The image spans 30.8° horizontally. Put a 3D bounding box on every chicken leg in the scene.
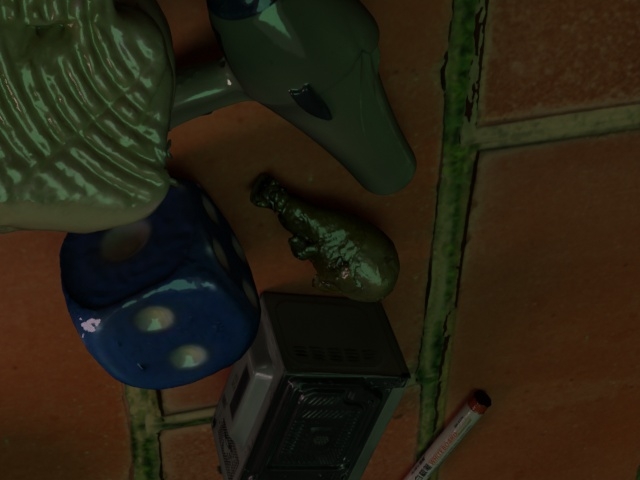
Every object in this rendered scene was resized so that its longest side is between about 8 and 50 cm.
[{"bbox_3d":[0.000,0.000,1.117,0.093,0.070,0.178,-37,124,24],"label":"chicken leg"}]

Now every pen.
[{"bbox_3d":[0.140,0.263,1.422,0.026,0.026,0.218,15,125,-29],"label":"pen"}]

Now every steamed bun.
[{"bbox_3d":[-0.239,-0.152,0.805,0.275,0.206,0.320,-19,113,-24],"label":"steamed bun"}]

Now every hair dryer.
[{"bbox_3d":[-0.045,-0.103,1.003,0.298,0.119,0.296,-32,139,33],"label":"hair dryer"}]

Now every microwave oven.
[{"bbox_3d":[-0.017,0.173,1.223,0.162,0.122,0.208,4,129,-23],"label":"microwave oven"}]

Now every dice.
[{"bbox_3d":[-0.142,0.040,1.046,0.143,0.146,0.146,-23,134,5],"label":"dice"}]
